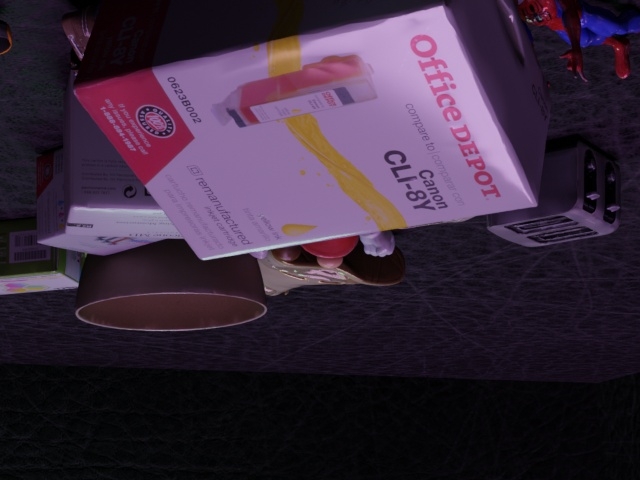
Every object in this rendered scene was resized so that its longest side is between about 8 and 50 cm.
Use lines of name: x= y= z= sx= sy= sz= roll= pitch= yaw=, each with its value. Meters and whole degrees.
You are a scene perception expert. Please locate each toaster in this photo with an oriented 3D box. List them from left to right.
toaster: x=0.328 y=-0.067 z=2.036 sx=0.186 sy=0.110 sz=0.168 roll=-11 pitch=163 yaw=30

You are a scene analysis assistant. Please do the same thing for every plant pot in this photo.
plant pot: x=-0.224 y=0.017 z=2.113 sx=0.284 sy=0.191 sz=0.284 roll=-2 pitch=166 yaw=0

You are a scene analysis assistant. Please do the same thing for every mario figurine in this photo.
mario figurine: x=0.000 y=0.000 z=2.100 sx=0.198 sy=0.170 sz=0.320 roll=-41 pitch=178 yaw=-9

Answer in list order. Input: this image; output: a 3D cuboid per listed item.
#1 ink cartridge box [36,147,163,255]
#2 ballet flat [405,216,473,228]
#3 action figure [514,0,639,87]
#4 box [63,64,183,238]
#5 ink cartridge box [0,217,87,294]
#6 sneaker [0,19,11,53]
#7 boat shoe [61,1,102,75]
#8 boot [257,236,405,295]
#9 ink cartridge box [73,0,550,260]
ink cartridge box: x=-0.282 y=-0.064 z=1.911 sx=0.176 sy=0.128 sz=0.127 roll=-15 pitch=161 yaw=38
ballet flat: x=0.182 y=-0.044 z=2.192 sx=0.168 sy=0.057 sz=0.052 roll=-14 pitch=-162 yaw=39
action figure: x=0.274 y=-0.198 z=1.475 sx=0.091 sy=0.139 sz=0.280 roll=-17 pitch=158 yaw=41
box: x=-0.209 y=-0.104 z=1.655 sx=0.181 sy=0.182 sz=0.119 roll=1 pitch=165 yaw=-13
ink cartridge box: x=-0.480 y=0.042 z=2.362 sx=0.189 sy=0.097 sz=0.255 roll=-5 pitch=165 yaw=11
sneaker: x=-0.391 y=-0.183 z=1.521 sx=0.083 sy=0.084 sz=0.215 roll=-1 pitch=166 yaw=-24
boat shoe: x=-0.236 y=-0.203 z=1.518 sx=0.066 sy=0.066 sz=0.183 roll=2 pitch=156 yaw=3
boot: x=-0.005 y=0.044 z=2.447 sx=0.262 sy=0.095 sz=0.203 roll=7 pitch=163 yaw=-27
ink cartridge box: x=0.001 y=-0.145 z=1.380 sx=0.385 sy=0.160 sz=0.279 roll=-9 pitch=137 yaw=24
